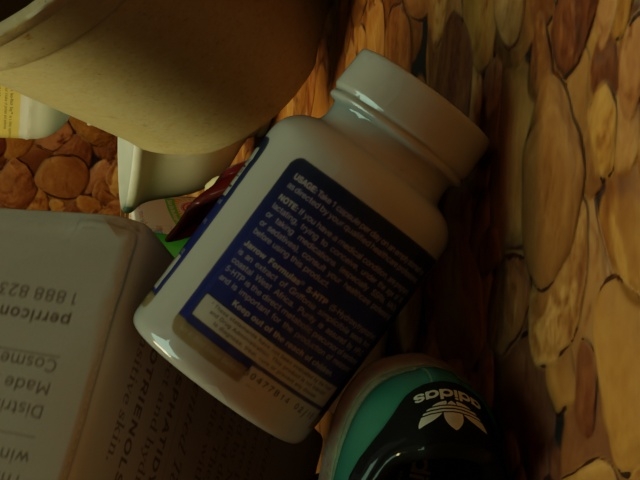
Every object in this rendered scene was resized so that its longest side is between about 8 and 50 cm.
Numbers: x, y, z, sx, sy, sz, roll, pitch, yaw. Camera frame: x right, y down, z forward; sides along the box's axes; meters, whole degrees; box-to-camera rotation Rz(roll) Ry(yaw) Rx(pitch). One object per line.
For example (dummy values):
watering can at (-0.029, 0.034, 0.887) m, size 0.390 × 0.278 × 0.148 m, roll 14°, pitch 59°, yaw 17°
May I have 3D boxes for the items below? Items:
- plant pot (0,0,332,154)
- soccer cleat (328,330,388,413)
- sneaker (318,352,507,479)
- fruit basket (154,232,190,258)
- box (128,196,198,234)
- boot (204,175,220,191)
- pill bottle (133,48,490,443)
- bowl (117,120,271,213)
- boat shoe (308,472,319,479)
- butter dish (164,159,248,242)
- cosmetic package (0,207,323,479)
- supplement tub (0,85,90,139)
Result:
plant pot at (-0.154, -0.217, 1.293) m, size 0.305 × 0.334 × 0.334 m, roll 36°, pitch -135°, yaw -53°
soccer cleat at (0.010, 0.041, 1.165) m, size 0.196 × 0.068 × 0.076 m, roll -106°, pitch 37°, yaw -56°
sneaker at (0.033, 0.212, 0.867) m, size 0.121 × 0.108 × 0.302 m, roll -124°, pitch 39°, yaw -79°
fruit basket at (-0.248, 0.171, 1.574) m, size 0.283 × 0.392 × 0.392 m, roll 79°, pitch -175°, yaw -54°
box at (-0.148, 0.044, 1.866) m, size 0.203 × 0.103 × 0.114 m, roll -109°, pitch 23°, yaw -62°
boot at (-0.047, 0.037, 1.376) m, size 0.262 × 0.095 × 0.203 m, roll 118°, pitch 154°, yaw -77°
pill bottle at (0.000, 0.000, 0.916) m, size 0.187 × 0.112 × 0.112 m, roll -53°, pitch 13°, yaw 0°
bowl at (-0.115, -0.171, 1.659) m, size 0.298 × 0.134 × 0.298 m, roll -178°, pitch 90°, yaw -79°
boat shoe at (0.005, 0.223, 1.186) m, size 0.045 × 0.050 × 0.135 m, roll 101°, pitch 177°, yaw -52°
butter dish at (0.004, 0.004, 1.043) m, size 0.160 × 0.160 × 0.118 m, roll 145°, pitch 103°, yaw -76°
cosmetic package at (-0.229, 0.191, 1.097) m, size 0.394 × 0.329 × 0.327 m, roll 58°, pitch -138°, yaw -62°
supplement tub at (-0.346, -0.216, 1.642) m, size 0.241 × 0.331 × 0.241 m, roll -178°, pitch 90°, yaw -79°
